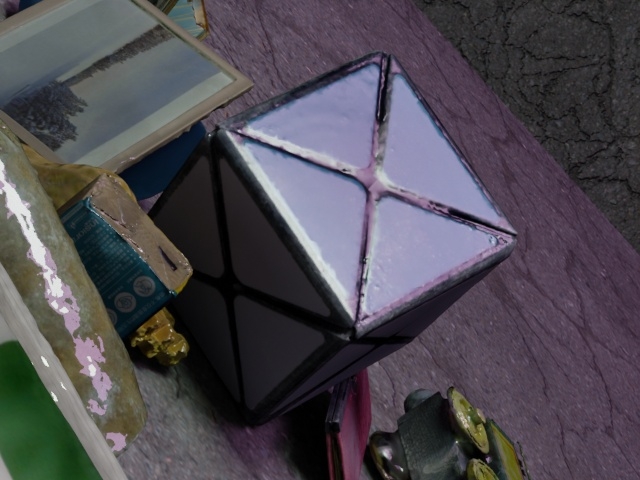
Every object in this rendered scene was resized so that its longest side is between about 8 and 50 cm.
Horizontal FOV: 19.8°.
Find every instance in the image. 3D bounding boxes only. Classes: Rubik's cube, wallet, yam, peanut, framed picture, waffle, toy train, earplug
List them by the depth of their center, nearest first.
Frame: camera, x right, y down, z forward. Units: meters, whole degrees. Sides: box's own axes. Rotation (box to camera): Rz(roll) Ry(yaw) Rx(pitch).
[{"bbox_3d":[-0.241,0.045,1.441,0.330,0.133,0.133,66,20,5],"label":"yam"},{"bbox_3d":[-0.256,-0.039,1.609,0.194,0.083,0.093,10,28,-4],"label":"peanut"},{"bbox_3d":[-0.193,0.051,1.708,0.160,0.046,0.192,58,8,6],"label":"waffle"},{"bbox_3d":[-0.227,-0.165,1.834,0.213,0.016,0.289,38,40,12],"label":"framed picture"},{"bbox_3d":[0.000,0.000,1.846,0.260,0.255,0.259,-31,79,-35],"label":"Rubik's cube"},{"bbox_3d":[-0.237,-0.185,1.956,0.132,0.132,0.273,22,32,-56],"label":"earplug"},{"bbox_3d":[0.030,0.196,1.972,0.232,0.025,0.119,-72,159,-67],"label":"wallet"},{"bbox_3d":[0.155,0.286,2.028,0.177,0.134,0.261,49,18,-38],"label":"toy train"}]

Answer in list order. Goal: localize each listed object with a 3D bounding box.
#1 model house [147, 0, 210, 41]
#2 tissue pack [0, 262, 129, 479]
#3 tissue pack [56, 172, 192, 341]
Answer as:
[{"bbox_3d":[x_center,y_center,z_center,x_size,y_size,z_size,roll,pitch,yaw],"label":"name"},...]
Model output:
[{"bbox_3d":[-0.209,-0.305,2.150,0.178,0.271,0.206,-108,-171,-47],"label":"model house"},{"bbox_3d":[-0.282,0.130,1.068,0.356,0.266,0.194,57,19,13],"label":"tissue pack"},{"bbox_3d":[-0.209,0.042,1.547,0.120,0.169,0.082,48,16,-10],"label":"tissue pack"}]
